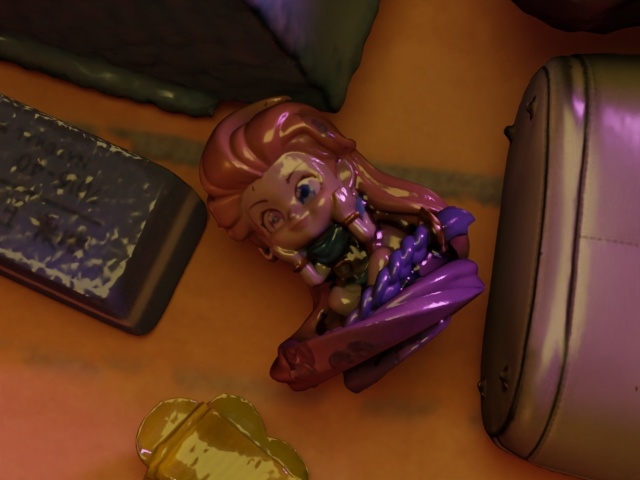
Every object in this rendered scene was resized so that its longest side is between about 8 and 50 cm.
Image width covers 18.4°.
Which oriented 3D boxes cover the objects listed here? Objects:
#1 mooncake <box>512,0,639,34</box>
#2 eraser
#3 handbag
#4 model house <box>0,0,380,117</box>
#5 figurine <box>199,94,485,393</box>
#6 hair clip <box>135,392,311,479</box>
[{"bbox_3d":[0.268,-0.235,0.964,0.381,0.212,0.351,0,49,-5],"label":"mooncake"},{"bbox_3d":[-0.172,-0.032,1.015,0.225,0.036,0.082,24,73,7],"label":"eraser"},{"bbox_3d":[0.241,0.029,0.982,0.315,0.109,0.241,9,80,-9],"label":"handbag"},{"bbox_3d":[-0.093,-0.236,1.005,0.248,0.230,0.280,10,69,29],"label":"model house"},{"bbox_3d":[0.007,0.003,0.966,0.126,0.114,0.157,-46,62,26],"label":"figurine"},{"bbox_3d":[-0.016,0.138,0.957,0.173,0.046,0.072,37,73,9],"label":"hair clip"}]
